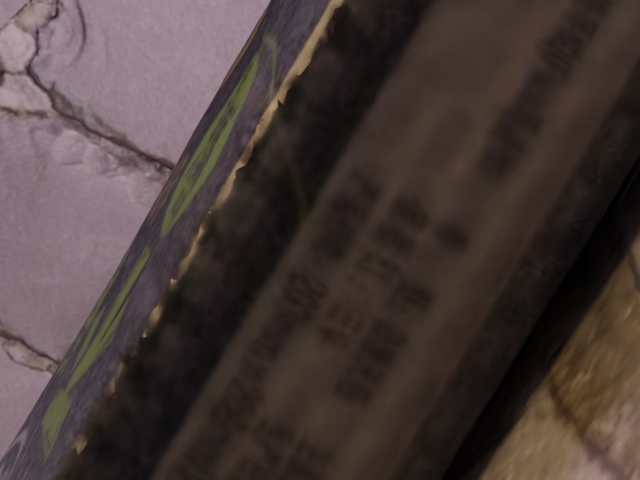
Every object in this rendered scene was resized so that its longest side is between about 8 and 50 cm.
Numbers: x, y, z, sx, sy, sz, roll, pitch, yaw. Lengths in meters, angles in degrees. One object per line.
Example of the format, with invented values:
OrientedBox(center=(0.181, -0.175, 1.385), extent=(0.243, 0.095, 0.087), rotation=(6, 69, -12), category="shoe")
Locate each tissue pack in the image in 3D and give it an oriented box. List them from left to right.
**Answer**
OrientedBox(center=(0.000, 0.000, 0.672), extent=(0.394, 0.124, 0.288), rotation=(-59, 6, 12), category="tissue pack")
